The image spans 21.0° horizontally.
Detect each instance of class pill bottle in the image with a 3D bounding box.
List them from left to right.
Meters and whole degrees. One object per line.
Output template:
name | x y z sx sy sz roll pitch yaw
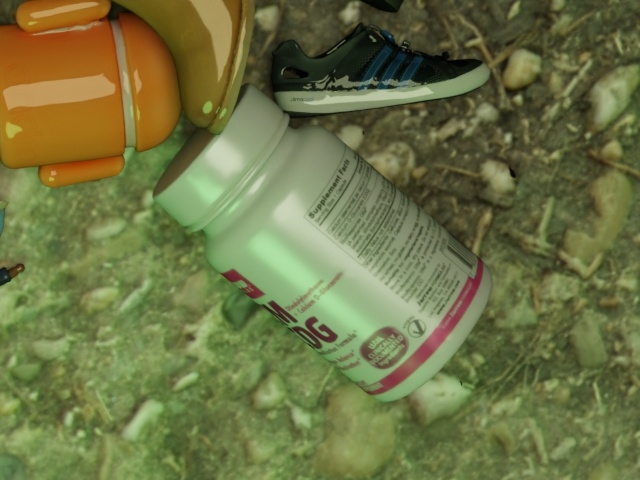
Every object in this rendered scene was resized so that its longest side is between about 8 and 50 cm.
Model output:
pill bottle | 0.000 0.000 1.538 0.283 0.160 0.160 40 87 -12

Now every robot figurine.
robot figurine | -0.213 -0.130 1.500 0.219 0.128 0.158 -8 90 -9

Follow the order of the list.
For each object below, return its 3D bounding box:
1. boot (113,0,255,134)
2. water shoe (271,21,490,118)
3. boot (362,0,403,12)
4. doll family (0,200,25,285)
boot | -0.171 -0.224 1.397 0.220 0.109 0.283 -4 98 -20
water shoe | 0.056 -0.161 1.577 0.203 0.073 0.080 -9 95 -11
boot | 0.015 -0.312 1.559 0.198 0.077 0.137 29 85 -26
doll family | -0.353 0.013 1.514 0.193 0.076 0.111 5 90 -15
